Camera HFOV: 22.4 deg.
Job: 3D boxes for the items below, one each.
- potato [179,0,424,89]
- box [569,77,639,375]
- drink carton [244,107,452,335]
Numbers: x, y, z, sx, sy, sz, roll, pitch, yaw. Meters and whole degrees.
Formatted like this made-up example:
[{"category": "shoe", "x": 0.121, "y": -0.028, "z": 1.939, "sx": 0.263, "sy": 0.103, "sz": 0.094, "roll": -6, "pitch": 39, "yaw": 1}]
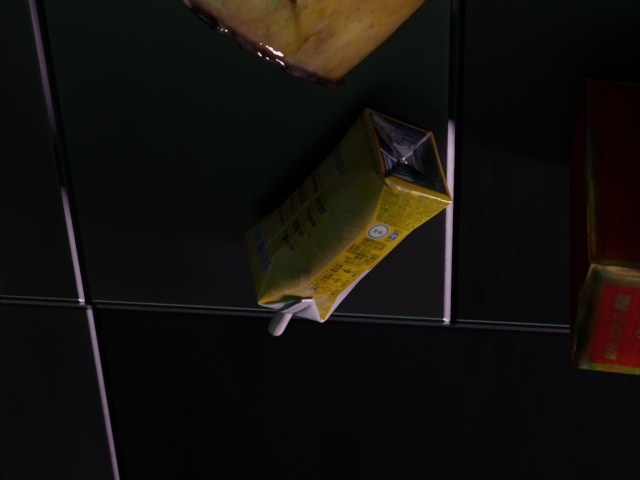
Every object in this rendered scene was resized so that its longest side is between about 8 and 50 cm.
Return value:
[{"category": "potato", "x": 0.019, "y": -0.233, "z": 0.855, "sx": 0.229, "sy": 0.229, "sz": 0.266, "roll": 38, "pitch": 110, "yaw": -21}, {"category": "box", "x": 0.311, "y": 0.001, "z": 0.987, "sx": 0.313, "sy": 0.197, "sz": 0.089, "roll": 6, "pitch": 130, "yaw": 4}, {"category": "drink carton", "x": 0.000, "y": 0.000, "z": 1.111, "sx": 0.075, "sy": 0.084, "sz": 0.200, "roll": 17, "pitch": 133, "yaw": -36}]
